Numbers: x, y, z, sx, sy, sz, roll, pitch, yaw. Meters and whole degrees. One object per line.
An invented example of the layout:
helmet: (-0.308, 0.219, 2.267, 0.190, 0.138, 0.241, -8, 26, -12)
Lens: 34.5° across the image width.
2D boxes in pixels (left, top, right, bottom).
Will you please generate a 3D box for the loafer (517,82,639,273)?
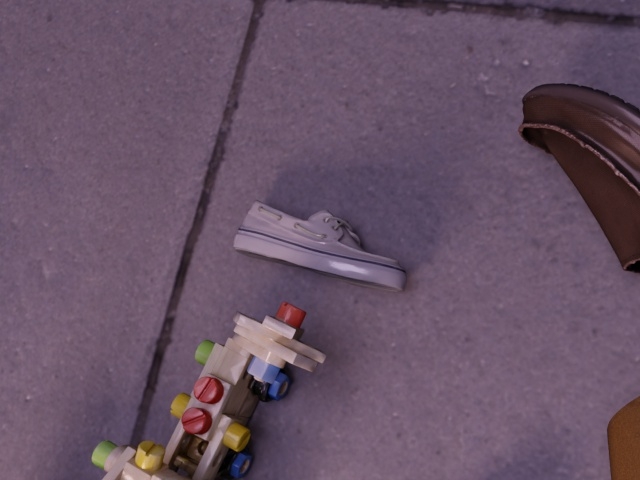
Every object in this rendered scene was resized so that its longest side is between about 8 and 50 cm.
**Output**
loafer: (0.338, -0.032, 1.054, 0.366, 0.134, 0.130, 39, 92, 24)

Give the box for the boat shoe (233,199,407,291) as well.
boat shoe: (0.000, 0.000, 1.201, 0.226, 0.083, 0.075, 14, 83, 24)

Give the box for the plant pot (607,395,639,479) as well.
plant pot: (0.367, 0.262, 0.939, 0.237, 0.237, 0.254, -29, 55, 12)

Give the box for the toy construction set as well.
toy construction set: (-0.126, 0.194, 1.129, 0.151, 0.215, 0.327, 40, 93, 24)
